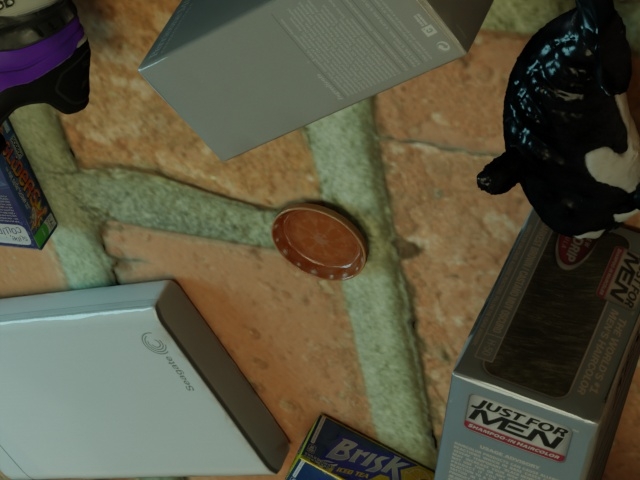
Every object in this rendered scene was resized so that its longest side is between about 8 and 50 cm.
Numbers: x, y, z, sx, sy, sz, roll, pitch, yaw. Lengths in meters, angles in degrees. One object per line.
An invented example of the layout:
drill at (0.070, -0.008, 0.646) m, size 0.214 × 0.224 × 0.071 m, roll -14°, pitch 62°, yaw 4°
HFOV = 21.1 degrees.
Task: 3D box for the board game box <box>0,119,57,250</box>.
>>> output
board game box at (-0.346, -0.058, 1.526) m, size 0.201 × 0.035 × 0.136 m, roll 6°, pitch 136°, yaw 25°

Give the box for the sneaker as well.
sneaker at (-0.309, -0.103, 1.299) m, size 0.293 × 0.102 × 0.146 m, roll -15°, pitch 114°, yaw 6°

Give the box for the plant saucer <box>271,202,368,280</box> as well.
plant saucer at (0.000, 0.000, 1.408) m, size 0.083 × 0.013 × 0.083 m, roll 16°, pitch 139°, yaw 15°

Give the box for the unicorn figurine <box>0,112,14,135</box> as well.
unicorn figurine at (-0.298, -0.163, 1.374) m, size 0.162 × 0.060 × 0.111 m, roll 31°, pitch 144°, yaw 22°

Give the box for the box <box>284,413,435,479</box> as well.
box at (0.056, 0.231, 1.594) m, size 0.169 × 0.059 × 0.054 m, roll 27°, pitch 139°, yaw 0°

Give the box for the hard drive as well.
hard drive at (-0.230, 0.146, 1.674) m, size 0.353 × 0.047 × 0.233 m, roll -7°, pitch 130°, yaw 35°

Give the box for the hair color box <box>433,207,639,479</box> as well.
hair color box at (0.166, 0.168, 1.360) m, size 0.114 × 0.185 × 0.374 m, roll 20°, pitch 140°, yaw 13°

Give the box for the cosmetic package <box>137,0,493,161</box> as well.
cosmetic package at (0.003, -0.155, 1.149) m, size 0.238 × 0.127 × 0.107 m, roll -19°, pitch 123°, yaw 40°

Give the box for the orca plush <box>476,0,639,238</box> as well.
orca plush at (0.155, -0.055, 1.115) m, size 0.151 × 0.102 × 0.287 m, roll 50°, pitch 172°, yaw 8°
